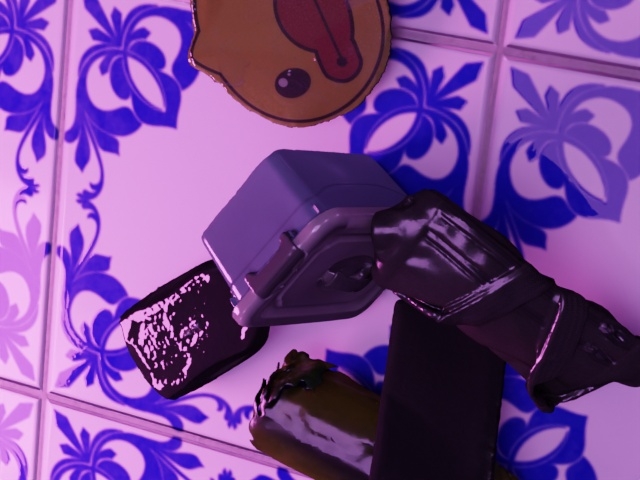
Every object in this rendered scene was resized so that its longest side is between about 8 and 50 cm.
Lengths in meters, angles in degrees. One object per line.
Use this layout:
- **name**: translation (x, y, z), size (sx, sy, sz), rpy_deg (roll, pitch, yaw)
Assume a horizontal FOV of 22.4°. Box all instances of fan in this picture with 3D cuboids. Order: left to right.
- **fan**: translation (0.003, -0.238, 1.624), size (0.335, 0.011, 0.230), rpy_deg (-20, 106, 24)

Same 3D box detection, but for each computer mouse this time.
- **computer mouse**: translation (-0.128, 0.090, 1.772), size (0.217, 0.073, 0.122), rpy_deg (-31, 86, 34)

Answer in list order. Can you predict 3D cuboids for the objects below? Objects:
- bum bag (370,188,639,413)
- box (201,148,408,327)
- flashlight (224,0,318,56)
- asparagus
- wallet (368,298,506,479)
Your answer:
- **bum bag**: translation (0.177, 0.070, 1.563), size (0.326, 0.080, 0.142), rpy_deg (34, 128, -14)
- **box**: translation (0.000, 0.000, 1.615), size (0.162, 0.227, 0.130), rpy_deg (-49, 66, 26)
- **flashlight**: translation (-0.028, -0.251, 1.661), size (0.200, 0.047, 0.093), rpy_deg (-24, 97, 28)
- **asparagus**: translation (0.104, 0.250, 1.686), size (0.382, 0.108, 0.128), rpy_deg (29, 117, 14)
- **wallet**: translation (0.119, 0.183, 1.635), size (0.124, 0.025, 0.244), rpy_deg (6, 75, 7)
